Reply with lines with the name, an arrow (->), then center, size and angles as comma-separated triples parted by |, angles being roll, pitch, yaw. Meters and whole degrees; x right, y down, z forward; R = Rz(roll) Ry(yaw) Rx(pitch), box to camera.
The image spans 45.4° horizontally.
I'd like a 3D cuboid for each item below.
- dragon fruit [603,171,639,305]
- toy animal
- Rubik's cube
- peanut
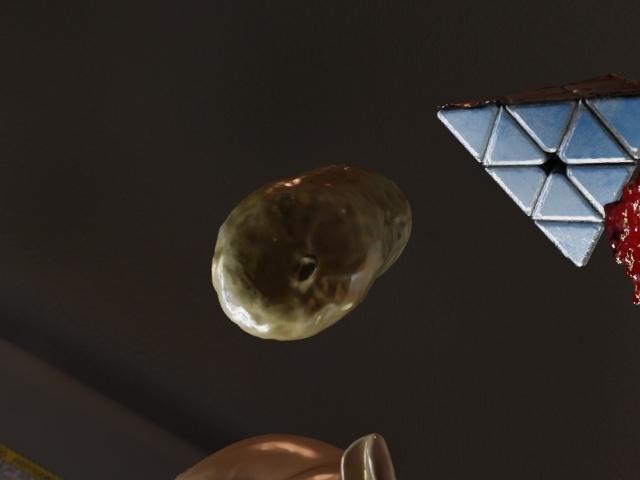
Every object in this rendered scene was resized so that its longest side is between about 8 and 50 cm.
dragon fruit -> 0.360, 0.073, 0.423 | 0.286, 0.228, 0.329 | 11, -125, -20
toy animal -> -0.031, 0.283, 0.719 | 0.213, 0.256, 0.195 | -41, -63, -25
Rubik's cube -> 0.247, -0.056, 0.704 | 0.211, 0.190, 0.178 | -14, -77, -14
peanut -> 0.000, 0.000, 0.654 | 0.129, 0.224, 0.129 | 12, -63, 24
